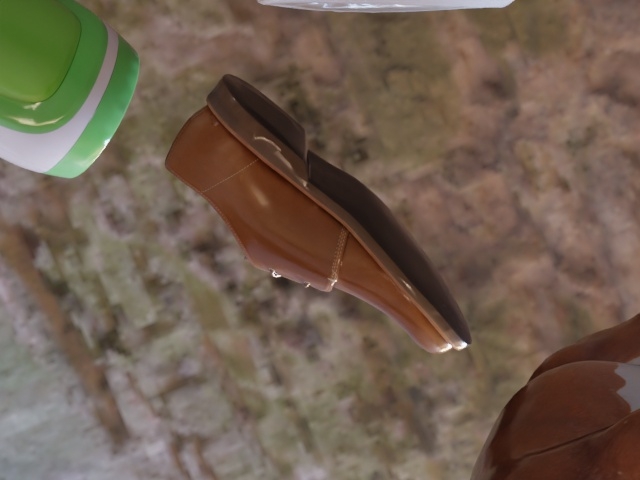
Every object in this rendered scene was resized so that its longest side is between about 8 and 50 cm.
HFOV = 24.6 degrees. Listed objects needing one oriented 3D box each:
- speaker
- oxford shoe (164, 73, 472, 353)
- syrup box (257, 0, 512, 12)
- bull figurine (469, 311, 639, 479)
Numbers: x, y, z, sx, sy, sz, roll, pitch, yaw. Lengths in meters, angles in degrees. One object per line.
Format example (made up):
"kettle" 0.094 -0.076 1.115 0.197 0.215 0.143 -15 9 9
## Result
"speaker" -0.279 -0.156 1.021 0.296 0.131 0.131 28 20 -26
"oxford shoe" 0.000 0.000 0.859 0.212 0.076 0.076 42 16 -7
"syrup box" 0.068 -0.148 0.300 0.096 0.237 0.093 -8 69 -47
"bull figurine" 0.114 0.091 0.508 0.101 0.188 0.310 50 19 -5
